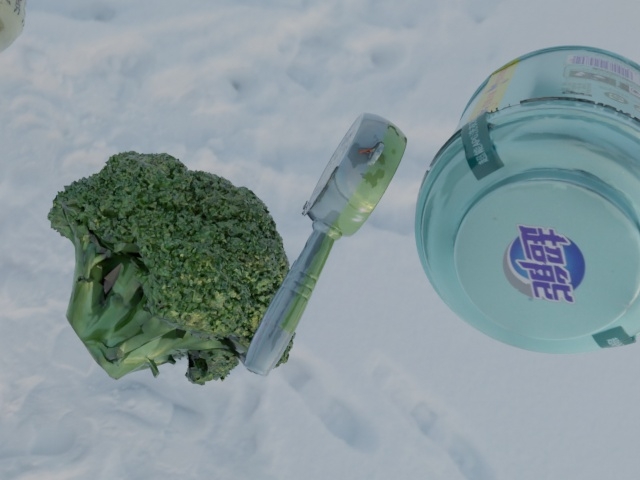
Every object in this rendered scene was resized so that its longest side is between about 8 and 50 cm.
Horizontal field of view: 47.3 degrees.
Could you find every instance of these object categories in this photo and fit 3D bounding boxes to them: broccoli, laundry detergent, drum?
[{"bbox_3d":[-0.196,0.043,1.002,0.310,0.413,0.320,-9,81,-12],"label":"broccoli"},{"bbox_3d":[0.265,-0.045,0.821,0.287,0.287,0.305,51,33,-9],"label":"laundry detergent"},{"bbox_3d":[-0.002,-0.001,0.675,0.049,0.130,0.253,29,91,-7],"label":"drum"}]

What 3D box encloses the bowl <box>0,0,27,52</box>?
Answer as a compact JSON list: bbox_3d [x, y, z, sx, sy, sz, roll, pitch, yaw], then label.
[{"bbox_3d":[-0.437,-0.258,0.813,0.238,0.238,0.126,-9,87,-40],"label":"bowl"}]
